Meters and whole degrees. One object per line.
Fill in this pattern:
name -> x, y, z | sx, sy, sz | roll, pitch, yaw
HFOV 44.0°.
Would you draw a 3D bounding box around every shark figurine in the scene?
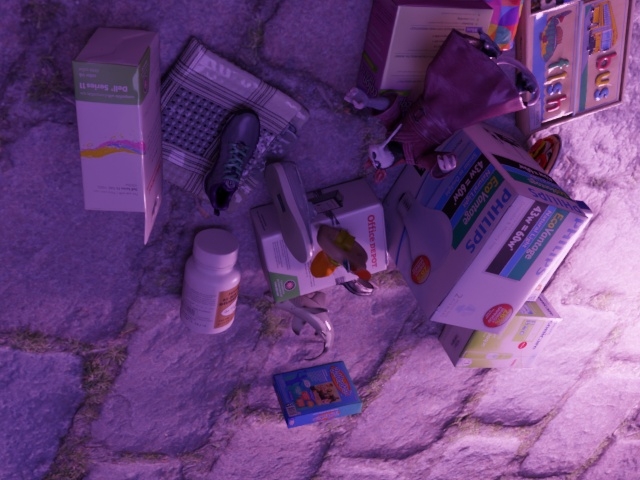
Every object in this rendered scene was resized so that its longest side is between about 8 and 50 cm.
shark figurine -> -0.005, 0.199, 2.050 | 0.166, 0.116, 0.278 | -10, 131, 31

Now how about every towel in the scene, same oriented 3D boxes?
towel -> -0.216, -0.218, 1.648 | 0.324, 0.056, 0.312 | 26, 114, -37

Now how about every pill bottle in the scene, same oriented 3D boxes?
pill bottle -> -0.252, 0.093, 1.834 | 0.131, 0.131, 0.229 | -2, 128, -21

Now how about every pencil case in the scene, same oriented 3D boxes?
pencil case -> 0.370, -0.503, 1.628 | 0.104, 0.104, 0.236 | -7, 128, -17

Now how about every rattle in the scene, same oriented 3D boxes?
rattle -> 0.033, 0.065, 1.715 | 0.142, 0.200, 0.130 | -42, 129, 12

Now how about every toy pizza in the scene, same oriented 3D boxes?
toy pizza -> 0.504, -0.172, 1.898 | 0.032, 0.201, 0.201 | 29, 115, -10

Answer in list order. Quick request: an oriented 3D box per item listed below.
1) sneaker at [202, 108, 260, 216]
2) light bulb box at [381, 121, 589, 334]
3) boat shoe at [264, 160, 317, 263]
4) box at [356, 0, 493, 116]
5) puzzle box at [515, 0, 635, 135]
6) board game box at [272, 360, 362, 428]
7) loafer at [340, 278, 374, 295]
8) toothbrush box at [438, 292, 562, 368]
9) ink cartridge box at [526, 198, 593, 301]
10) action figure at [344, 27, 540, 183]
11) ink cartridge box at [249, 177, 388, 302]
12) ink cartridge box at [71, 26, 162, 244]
sneaker -> -0.173, -0.156, 1.623 | 0.083, 0.098, 0.224 | 9, 126, -26
light bulb box -> 0.345, -0.044, 1.813 | 0.225, 0.361, 0.358 | 14, 121, -31
boat shoe -> -0.047, -0.067, 1.717 | 0.081, 0.079, 0.228 | -19, 91, -34
box -> 0.209, -0.389, 1.641 | 0.213, 0.117, 0.243 | -4, 128, -20
puzzle box -> 0.572, -0.451, 1.783 | 0.272, 0.052, 0.409 | -20, 132, -7
board game box -> -0.011, 0.422, 2.182 | 0.210, 0.160, 0.047 | -9, 130, -15
loafer -> 0.079, 0.092, 2.019 | 0.170, 0.062, 0.061 | 24, 110, -37
toothbrush box -> 0.517, 0.257, 2.291 | 0.283, 0.122, 0.206 | 5, 125, -27
ink cartridge box -> 0.519, 0.020, 2.135 | 0.324, 0.071, 0.330 | 6, 128, -27
action figure -> 0.223, -0.260, 1.595 | 0.370, 0.248, 0.275 | -40, 175, 27
ink cartridge box -> 0.000, 0.000, 1.867 | 0.289, 0.122, 0.211 | -16, 131, -9
ink cartridge box -> -0.367, -0.191, 1.470 | 0.119, 0.207, 0.354 | 3, 121, -3
